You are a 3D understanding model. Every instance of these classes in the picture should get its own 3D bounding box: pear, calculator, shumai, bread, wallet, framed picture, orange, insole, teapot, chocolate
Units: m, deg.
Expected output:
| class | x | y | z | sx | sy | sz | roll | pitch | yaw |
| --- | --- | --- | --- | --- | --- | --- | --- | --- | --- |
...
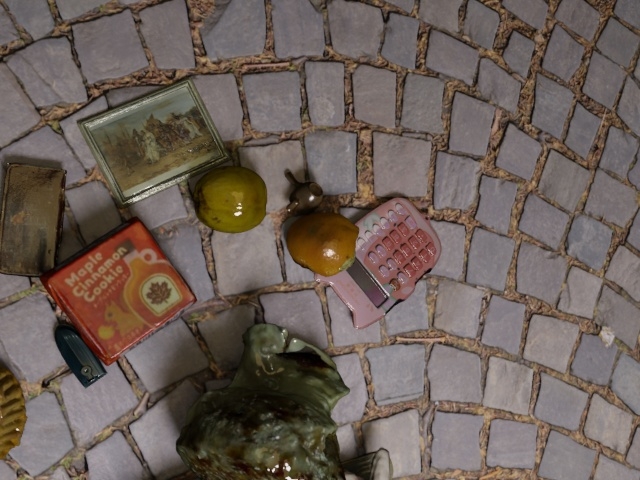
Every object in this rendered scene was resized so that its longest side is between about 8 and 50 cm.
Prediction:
| class | x | y | z | sx | sy | sz | roll | pitch | yaw |
| --- | --- | --- | --- | --- | --- | --- | --- | --- | --- |
| pear | -0.192 | -0.088 | 1.288 | 0.162 | 0.149 | 0.148 | -3 | 87 | -12 |
| calculator | 0.148 | 0.045 | 1.426 | 0.330 | 0.048 | 0.220 | -40 | 96 | -17 |
| shumai | -0.072 | 0.372 | 1.220 | 0.395 | 0.395 | 0.348 | 39 | 51 | -10 |
| bread | -0.689 | 0.334 | 1.125 | 0.240 | 0.139 | 0.239 | 1 | 83 | -13 |
| wallet | -0.595 | -0.041 | 1.231 | 0.122 | 0.031 | 0.232 | 6 | 86 | -16 |
| framed picture | -0.363 | -0.220 | 1.317 | 0.274 | 0.017 | 0.217 | -29 | 93 | -15 |
| orange | 0.000 | 0.000 | 1.331 | 0.170 | 0.112 | 0.160 | -27 | 58 | 14 |
| insole | 0.008 | 0.570 | 1.365 | 0.349 | 0.009 | 0.118 | -13 | 89 | -16 |
| teapot | -0.049 | -0.113 | 1.366 | 0.085 | 0.080 | 0.110 | -22 | 78 | -44 |
| chocolate | -0.407 | 0.101 | 1.225 | 0.237 | 0.108 | 0.234 | -36 | 97 | -20 |

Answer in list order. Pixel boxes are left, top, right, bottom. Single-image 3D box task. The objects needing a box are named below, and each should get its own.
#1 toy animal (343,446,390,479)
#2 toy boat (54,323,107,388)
| class | x | y | z | sx | sy | sz | roll | pitch | yaw |
| --- | --- | --- | --- | --- | --- | --- | --- | --- | --- |
| toy animal | 0.079 | 0.651 | 1.306 | 0.188 | 0.307 | 0.266 | -7 | 44 | -2 |
| toy boat | -0.501 | 0.232 | 1.228 | 0.055 | 0.060 | 0.141 | -35 | 88 | -14 |
